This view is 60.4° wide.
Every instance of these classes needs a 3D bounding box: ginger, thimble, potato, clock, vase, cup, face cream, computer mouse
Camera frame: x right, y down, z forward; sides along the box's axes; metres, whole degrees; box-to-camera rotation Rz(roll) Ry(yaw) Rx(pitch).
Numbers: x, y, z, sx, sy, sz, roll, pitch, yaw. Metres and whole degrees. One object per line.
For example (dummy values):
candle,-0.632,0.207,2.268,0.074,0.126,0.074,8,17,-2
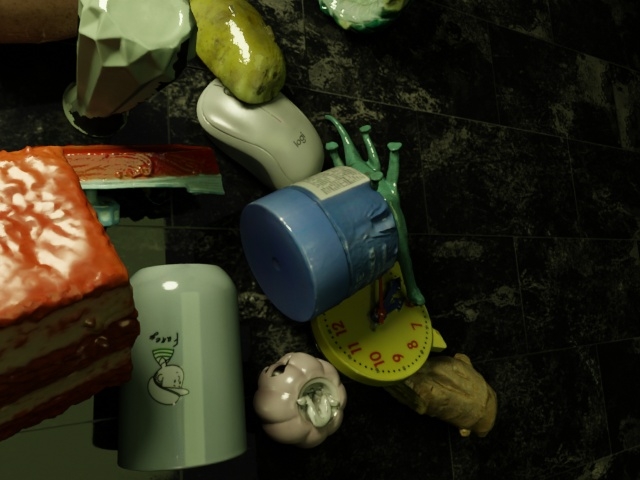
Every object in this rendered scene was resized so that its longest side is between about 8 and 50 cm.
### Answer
ginger,0.276,0.342,1.263,0.353,0.126,0.190,19,67,-29
thimble,0.094,-0.630,1.256,0.288,0.254,0.167,44,58,-4
potato,-0.159,-0.405,1.083,0.160,0.111,0.272,-25,71,-40
clock,0.120,0.164,1.172,0.293,0.071,0.277,-21,69,-34
vase,-0.314,-0.271,0.858,0.164,0.360,0.165,6,78,-31
cup,-0.233,0.203,0.917,0.205,0.205,0.313,1,79,-33
face cream,0.000,0.000,1.070,0.225,0.249,0.249,-28,97,-28
computer mouse,-0.108,-0.219,1.128,0.297,0.121,0.184,47,61,-18

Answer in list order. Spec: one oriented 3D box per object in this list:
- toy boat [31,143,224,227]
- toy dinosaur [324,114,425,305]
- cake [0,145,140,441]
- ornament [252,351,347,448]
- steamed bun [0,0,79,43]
toy boat,-0.324,-0.095,0.958,0.331,0.145,0.133,-7,108,-31
toy dinosaur,0.116,-0.070,1.231,0.129,0.383,0.331,-22,127,-11
cake,-0.407,0.075,0.717,0.269,0.320,0.270,-23,66,-34
ornament,-0.035,0.304,1.049,0.177,0.177,0.178,7,77,-32
steamed bun,-0.493,-0.427,0.874,0.251,0.199,0.301,-20,71,-47
